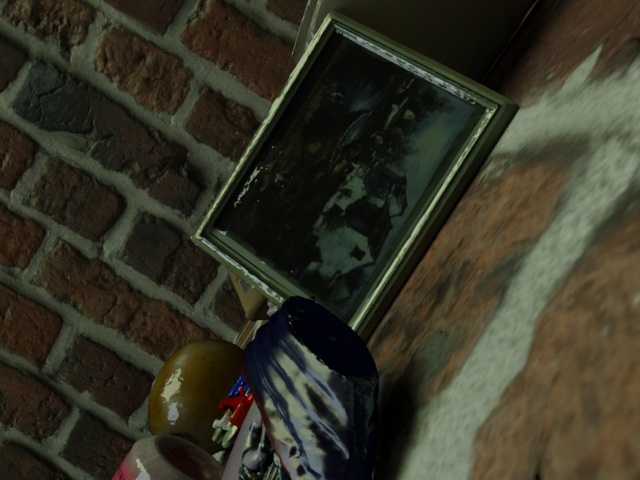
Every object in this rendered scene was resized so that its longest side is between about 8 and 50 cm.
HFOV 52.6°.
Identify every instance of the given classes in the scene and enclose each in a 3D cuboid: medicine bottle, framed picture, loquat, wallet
[{"bbox_3d":[-0.215,0.363,0.759,0.247,0.147,0.147,-58,4,-2],"label":"medicine bottle"},{"bbox_3d":[0.019,-0.065,0.653,0.296,0.232,0.019,-58,-22,5],"label":"framed picture"},{"bbox_3d":[-0.196,0.260,1.098,0.179,0.179,0.227,-55,9,32],"label":"loquat"},{"bbox_3d":[0.120,-0.270,0.777,0.068,0.335,0.275,47,118,44],"label":"wallet"}]

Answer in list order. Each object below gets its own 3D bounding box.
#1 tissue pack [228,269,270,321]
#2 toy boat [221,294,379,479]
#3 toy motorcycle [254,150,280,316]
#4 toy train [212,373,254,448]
[{"bbox_3d":[-0.018,-0.031,1.150,0.305,0.238,0.239,-54,6,40],"label":"tissue pack"},{"bbox_3d":[-0.047,0.177,0.495,0.219,0.071,0.318,-100,32,-48],"label":"toy boat"},{"bbox_3d":[-0.010,-0.019,0.735,0.108,0.204,0.239,-37,22,48],"label":"toy motorcycle"},{"bbox_3d":[-0.050,0.167,0.674,0.131,0.082,0.204,-57,4,-19],"label":"toy train"}]
